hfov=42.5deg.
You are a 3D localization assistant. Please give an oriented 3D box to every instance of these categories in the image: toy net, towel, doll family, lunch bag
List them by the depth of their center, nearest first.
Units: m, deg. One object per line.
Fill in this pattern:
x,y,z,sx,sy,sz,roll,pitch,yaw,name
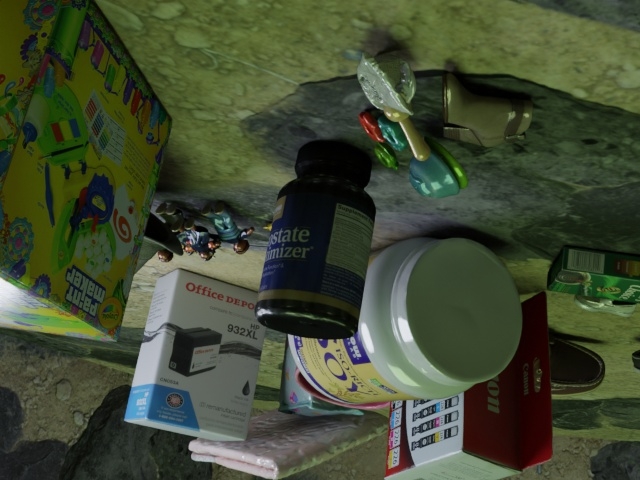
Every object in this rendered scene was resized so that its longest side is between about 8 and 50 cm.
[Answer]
0.080,-0.127,0.831,0.122,0.045,0.232,48,174,34,toy net
-0.196,-0.007,1.291,0.193,0.076,0.111,5,142,30,doll family
-0.006,0.267,1.776,0.160,0.223,0.262,8,164,-20,lunch bag
-0.068,0.427,1.780,0.332,0.053,0.317,-12,-175,-43,towel

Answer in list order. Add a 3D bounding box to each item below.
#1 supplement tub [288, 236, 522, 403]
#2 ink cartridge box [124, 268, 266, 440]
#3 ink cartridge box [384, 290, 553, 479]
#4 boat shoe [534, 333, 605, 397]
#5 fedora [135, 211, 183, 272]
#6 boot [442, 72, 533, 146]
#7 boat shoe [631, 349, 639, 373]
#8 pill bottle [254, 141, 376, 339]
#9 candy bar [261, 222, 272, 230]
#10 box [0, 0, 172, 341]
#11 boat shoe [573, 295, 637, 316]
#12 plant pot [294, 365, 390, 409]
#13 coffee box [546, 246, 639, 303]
0.122,0.127,1.268,0.241,0.241,0.331,19,160,-24,supplement tub
-0.246,0.239,1.690,0.223,0.307,0.129,19,158,-26,ink cartridge box
0.244,0.237,1.378,0.130,0.309,0.272,24,143,-23,ink cartridge box
0.397,0.224,1.613,0.342,0.123,0.123,15,163,5,boat shoe
-0.319,-0.004,1.129,0.244,0.124,0.275,29,-176,-25,fedora
0.164,-0.129,0.807,0.087,0.042,0.118,0,161,10,boot
0.643,0.197,1.483,0.081,0.068,0.228,-26,180,-23,boat shoe
0.000,0.000,0.982,0.123,0.219,0.123,9,161,3,pill bottle
-0.034,-0.029,1.234,0.040,0.018,0.161,16,161,-28,candy bar
-0.304,-0.071,0.837,0.177,0.279,0.290,6,161,11,box
0.464,0.097,1.334,0.100,0.035,0.035,14,135,1,boat shoe
0.065,0.201,1.576,0.201,0.180,0.201,10,149,6,plant pot
0.435,0.055,1.201,0.184,0.040,0.113,8,162,6,coffee box
